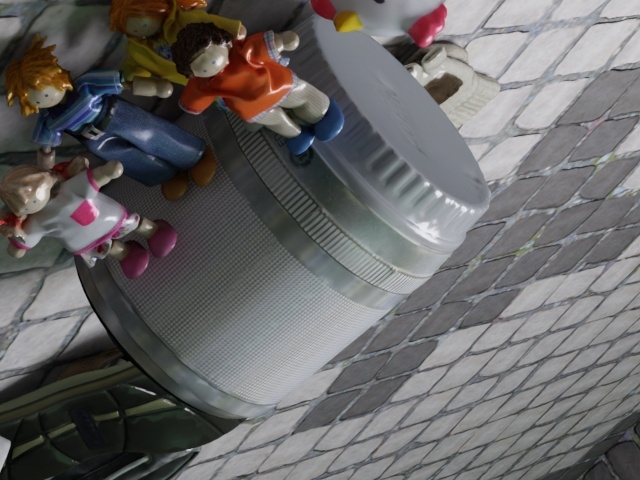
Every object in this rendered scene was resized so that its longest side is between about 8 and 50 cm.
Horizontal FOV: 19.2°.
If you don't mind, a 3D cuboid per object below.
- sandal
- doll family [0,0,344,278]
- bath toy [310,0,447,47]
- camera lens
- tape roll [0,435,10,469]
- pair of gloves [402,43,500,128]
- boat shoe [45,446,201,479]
[{"bbox_3d":[-0.199,0.143,1.756,0.303,0.086,0.120,-13,132,-5],"label":"sandal"},{"bbox_3d":[-0.125,-0.094,1.295,0.263,0.118,0.163,-36,137,23],"label":"doll family"},{"bbox_3d":[0.038,-0.235,1.208,0.151,0.129,0.348,-28,159,-14],"label":"bath toy"},{"bbox_3d":[-0.036,-0.014,1.452,0.274,0.219,0.219,-41,157,19],"label":"camera lens"},{"bbox_3d":[-0.364,0.271,1.553,0.286,0.100,0.286,-59,-171,16],"label":"tape roll"},{"bbox_3d":[0.042,-0.082,1.658,0.240,0.042,0.204,-37,159,11],"label":"pair of gloves"},{"bbox_3d":[-0.244,0.265,1.893,0.121,0.119,0.335,-6,146,-50],"label":"boat shoe"}]
